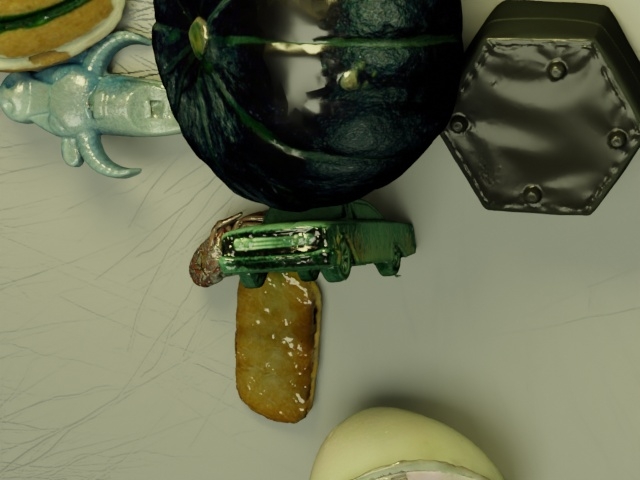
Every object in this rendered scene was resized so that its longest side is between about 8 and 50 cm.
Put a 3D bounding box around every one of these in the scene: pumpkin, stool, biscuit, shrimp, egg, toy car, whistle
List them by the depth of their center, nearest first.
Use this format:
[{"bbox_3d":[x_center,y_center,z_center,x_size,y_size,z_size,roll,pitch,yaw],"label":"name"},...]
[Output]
[{"bbox_3d":[-0.019,-0.213,1.342,0.363,0.266,0.364,25,122,49],"label":"pumpkin"},{"bbox_3d":[0.243,-0.144,1.394,0.232,0.141,0.232,8,118,15],"label":"stool"},{"bbox_3d":[-0.323,-0.355,1.442,0.287,0.057,0.344,-24,132,-8],"label":"biscuit"},{"bbox_3d":[0.000,0.000,1.461,0.141,0.320,0.097,-4,89,20],"label":"toy car"},{"bbox_3d":[-0.280,-0.169,1.584,0.269,0.093,0.180,5,92,15],"label":"whistle"},{"bbox_3d":[-0.091,0.002,1.624,0.190,0.075,0.073,-26,63,17],"label":"shrimp"},{"bbox_3d":[0.118,0.320,1.668,0.286,0.174,0.264,29,125,-27],"label":"egg"},{"bbox_3d":[-0.057,0.137,1.705,0.118,0.029,0.247,15,120,18],"label":"biscuit"}]
